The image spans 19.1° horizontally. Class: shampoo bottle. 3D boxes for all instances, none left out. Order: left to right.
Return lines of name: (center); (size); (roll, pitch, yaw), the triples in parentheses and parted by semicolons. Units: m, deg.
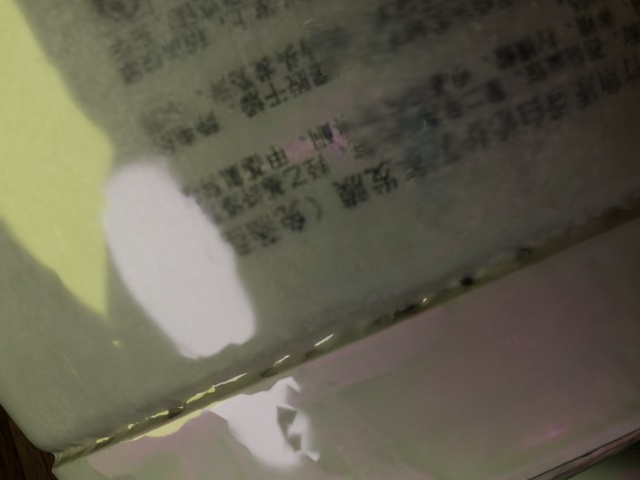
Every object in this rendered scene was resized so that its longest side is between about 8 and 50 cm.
shampoo bottle: (0.004, -0.043, 0.579); (0.273, 0.273, 0.266); (153, 95, -77)

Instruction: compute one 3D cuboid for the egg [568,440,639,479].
egg: (0.107, 0.170, 0.664); (0.151, 0.151, 0.209); (-141, 45, -68)
